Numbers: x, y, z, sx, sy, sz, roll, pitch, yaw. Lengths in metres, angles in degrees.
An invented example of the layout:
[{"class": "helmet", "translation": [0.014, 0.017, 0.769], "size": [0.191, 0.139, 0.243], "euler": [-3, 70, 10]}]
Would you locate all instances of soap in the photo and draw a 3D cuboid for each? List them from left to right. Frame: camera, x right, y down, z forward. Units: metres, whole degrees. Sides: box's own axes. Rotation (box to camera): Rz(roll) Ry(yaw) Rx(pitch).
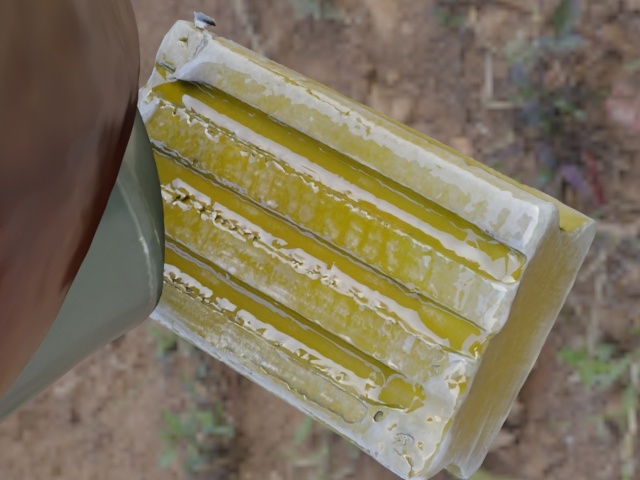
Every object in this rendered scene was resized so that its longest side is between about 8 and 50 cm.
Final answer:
[{"class": "soap", "translation": [0.000, 0.000, 0.961], "size": [0.089, 0.274, 0.173], "euler": [14, -76, -60]}]

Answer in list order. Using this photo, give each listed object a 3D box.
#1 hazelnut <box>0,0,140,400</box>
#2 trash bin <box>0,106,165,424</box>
[{"class": "hazelnut", "translation": [-0.223, -0.056, 0.381], "size": [0.315, 0.372, 0.372], "euler": [-59, -31, -75]}, {"class": "trash bin", "translation": [-0.280, 0.023, 0.786], "size": [0.280, 0.432, 0.280], "euler": [37, 153, 23]}]
